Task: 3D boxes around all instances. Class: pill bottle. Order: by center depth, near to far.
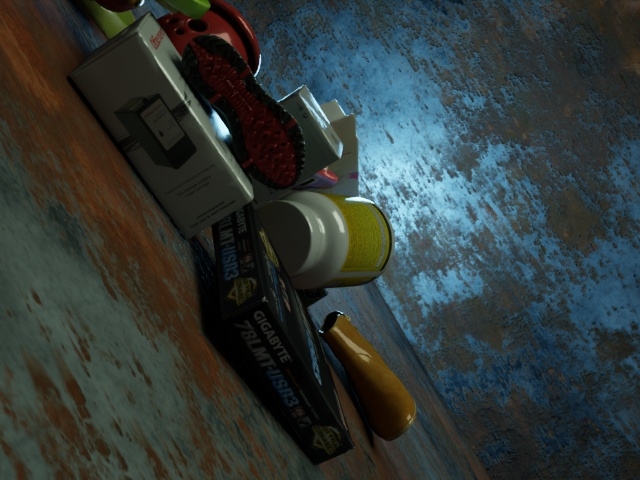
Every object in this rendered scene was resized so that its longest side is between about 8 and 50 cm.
[{"bbox_3d":[0.000,0.000,1.796,0.188,0.188,0.334,60,23,15],"label":"pill bottle"}]

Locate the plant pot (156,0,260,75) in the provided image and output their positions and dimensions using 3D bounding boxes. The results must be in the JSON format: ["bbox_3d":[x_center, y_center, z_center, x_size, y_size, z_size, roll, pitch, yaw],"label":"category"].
[{"bbox_3d":[-0.208,-0.308,1.570,0.191,0.174,0.191,32,-31,21],"label":"plant pot"}]

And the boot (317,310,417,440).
[{"bbox_3d":[0.079,0.260,1.841,0.211,0.104,0.295,51,3,-16],"label":"boot"}]

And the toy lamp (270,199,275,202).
[{"bbox_3d":[-0.164,-0.142,1.888,0.275,0.080,0.080,61,7,18],"label":"toy lamp"}]

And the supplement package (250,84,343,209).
[{"bbox_3d":[-0.098,-0.150,1.643,0.134,0.244,0.139,57,12,-12],"label":"supplement package"}]

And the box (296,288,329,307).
[{"bbox_3d":[-0.049,0.054,1.954,0.169,0.054,0.059,58,6,-1],"label":"box"}]

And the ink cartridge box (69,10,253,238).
[{"bbox_3d":[-0.227,-0.177,1.377,0.289,0.121,0.211,57,7,-19],"label":"ink cartridge box"}]

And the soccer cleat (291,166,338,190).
[{"bbox_3d":[-0.092,-0.130,1.759,0.248,0.095,0.083,17,11,-2],"label":"soccer cleat"}]

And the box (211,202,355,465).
[{"bbox_3d":[-0.060,0.126,1.347,0.293,0.073,0.295,61,5,-30],"label":"box"}]

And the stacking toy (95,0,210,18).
[{"bbox_3d":[-0.337,-0.411,1.430,0.279,0.130,0.309,47,17,30],"label":"stacking toy"}]

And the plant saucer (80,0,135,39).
[{"bbox_3d":[-0.404,-0.453,1.701,0.241,0.037,0.241,57,7,-11],"label":"plant saucer"}]

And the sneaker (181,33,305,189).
[{"bbox_3d":[-0.106,-0.200,1.396,0.262,0.104,0.125,59,4,-14],"label":"sneaker"}]

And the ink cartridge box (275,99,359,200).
[{"bbox_3d":[-0.032,-0.165,1.970,0.353,0.207,0.119,87,-20,-58],"label":"ink cartridge box"}]
